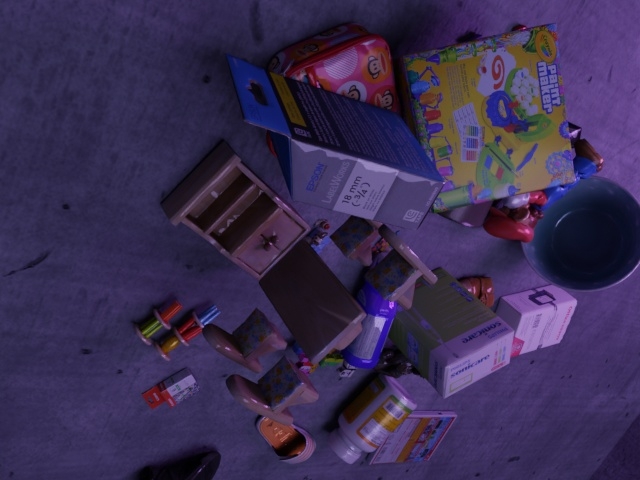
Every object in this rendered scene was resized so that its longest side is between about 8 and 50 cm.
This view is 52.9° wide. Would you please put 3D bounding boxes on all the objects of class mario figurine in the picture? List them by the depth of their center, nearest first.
[{"bbox_3d":[0.533,-0.136,1.611,0.320,0.170,0.198,-41,127,12],"label":"mario figurine"}]

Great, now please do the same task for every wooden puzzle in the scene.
[{"bbox_3d":[0.161,0.006,1.545,0.083,0.006,0.049,-47,134,3],"label":"wooden puzzle"}]

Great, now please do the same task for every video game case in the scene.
[{"bbox_3d":[0.296,0.632,2.066,0.285,0.025,0.204,13,112,-39],"label":"video game case"}]

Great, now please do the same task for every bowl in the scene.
[{"bbox_3d":[0.713,-0.009,1.740,0.311,0.311,0.163,-54,154,10],"label":"bowl"}]

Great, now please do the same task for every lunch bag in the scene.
[{"bbox_3d":[0.017,-0.235,1.210,0.258,0.120,0.293,-26,130,-12],"label":"lunch bag"}]

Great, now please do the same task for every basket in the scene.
[{"bbox_3d":[0.339,-0.163,1.417,0.204,0.154,0.227,-3,124,-57],"label":"basket"}]

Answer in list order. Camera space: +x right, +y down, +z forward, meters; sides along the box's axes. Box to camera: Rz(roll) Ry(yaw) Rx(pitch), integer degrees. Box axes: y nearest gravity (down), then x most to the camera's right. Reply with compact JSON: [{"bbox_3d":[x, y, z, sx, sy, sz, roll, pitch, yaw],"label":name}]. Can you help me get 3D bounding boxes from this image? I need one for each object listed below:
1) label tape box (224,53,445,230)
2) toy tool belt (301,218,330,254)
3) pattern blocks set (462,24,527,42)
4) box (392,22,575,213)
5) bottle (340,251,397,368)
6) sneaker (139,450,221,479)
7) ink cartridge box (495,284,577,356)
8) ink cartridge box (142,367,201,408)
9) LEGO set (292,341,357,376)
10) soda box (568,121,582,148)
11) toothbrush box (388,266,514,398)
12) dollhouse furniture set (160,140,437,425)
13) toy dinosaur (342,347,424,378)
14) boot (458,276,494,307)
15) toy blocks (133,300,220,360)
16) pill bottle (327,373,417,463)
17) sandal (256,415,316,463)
[{"bbox_3d":[0.000,-0.156,1.027,0.334,0.240,0.106,13,122,-24],"label":"label tape box"},{"bbox_3d":[0.000,0.000,1.402,0.083,0.051,0.052,-50,134,6],"label":"toy tool belt"},{"bbox_3d":[0.346,-0.301,1.440,0.285,0.026,0.324,-19,130,-22],"label":"pattern blocks set"},{"bbox_3d":[0.302,-0.231,1.226,0.279,0.177,0.290,-12,103,0],"label":"box"},{"bbox_3d":[0.130,0.168,1.559,0.092,0.118,0.282,12,109,-18],"label":"bottle"},{"bbox_3d":[-0.347,0.569,1.558,0.227,0.130,0.087,-34,136,-49],"label":"sneaker"},{"bbox_3d":[0.649,0.246,1.978,0.237,0.100,0.172,-9,125,-28],"label":"ink cartridge box"},{"bbox_3d":[-0.331,0.338,1.433,0.115,0.029,0.063,-30,133,-14],"label":"ink cartridge box"},{"bbox_3d":[-0.011,0.303,1.590,0.227,0.087,0.093,16,114,-47],"label":"LEGO set"},{"bbox_3d":[0.567,-0.244,1.605,0.169,0.060,0.053,-23,130,-19],"label":"soda box"},{"bbox_3d":[0.304,0.220,1.601,0.206,0.283,0.122,-23,130,-20],"label":"toothbrush box"},{"bbox_3d":[-0.079,0.036,1.131,0.362,0.394,0.256,-45,134,4],"label":"dollhouse furniture set"},{"bbox_3d":[0.208,0.323,1.717,0.314,0.121,0.160,-14,167,-9],"label":"toy dinosaur"},{"bbox_3d":[0.420,0.197,1.789,0.152,0.073,0.197,-9,111,-36],"label":"boot"},{"bbox_3d":[-0.289,0.166,1.323,0.148,0.054,0.123,-38,135,-5],"label":"toy blocks"},{"bbox_3d":[0.137,0.496,1.786,0.245,0.136,0.136,-47,134,3],"label":"pill bottle"},{"bbox_3d":[-0.086,0.544,1.711,0.102,0.076,0.265,-40,134,-3],"label":"sandal"}]
